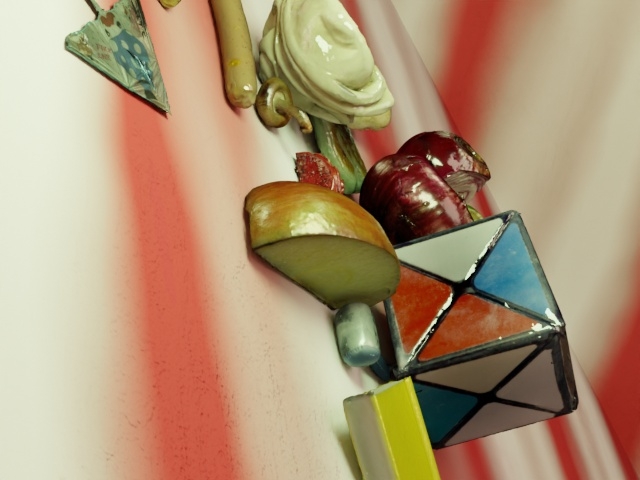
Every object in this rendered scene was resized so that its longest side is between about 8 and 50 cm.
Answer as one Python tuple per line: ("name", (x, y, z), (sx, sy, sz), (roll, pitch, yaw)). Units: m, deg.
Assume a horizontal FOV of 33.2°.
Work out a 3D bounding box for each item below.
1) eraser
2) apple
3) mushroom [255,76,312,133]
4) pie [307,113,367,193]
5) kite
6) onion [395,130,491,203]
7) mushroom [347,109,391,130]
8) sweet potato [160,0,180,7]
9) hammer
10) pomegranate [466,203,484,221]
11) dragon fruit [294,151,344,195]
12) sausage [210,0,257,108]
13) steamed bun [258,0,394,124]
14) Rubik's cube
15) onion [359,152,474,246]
("eraser", (0.119, 0.337, 1.693), (0.158, 0.069, 0.226), (-8, 82, -64))
("apple", (0.000, 0.000, 1.809), (0.346, 0.254, 0.179), (36, 73, -54))
("mushroom", (-0.072, -0.239, 2.008), (0.129, 0.073, 0.088), (50, 29, 9))
("pie", (0.030, -0.203, 2.272), (0.240, 0.054, 0.240), (55, 19, -29))
("kite", (-0.308, -0.315, 1.580), (0.314, 0.011, 0.335), (56, 19, -18))
("onion", (0.276, -0.181, 2.681), (0.206, 0.216, 0.207), (20, 33, -42))
("mushroom", (0.099, -0.312, 2.505), (0.148, 0.148, 0.112), (-92, -171, -51))
("sweet potato", (-0.248, -0.435, 1.841), (0.049, 0.049, 0.117), (56, 20, -22))
("hammer", (0.087, 0.195, 1.891), (0.194, 0.070, 0.116), (54, 18, -49))
("pomegranate", (0.267, 0.005, 2.502), (0.159, 0.241, 0.189), (-157, -124, -64))
("dragon fruit", (0.014, -0.098, 2.052), (0.106, 0.083, 0.162), (43, 25, -51))
("sausage", (-0.157, -0.358, 1.963), (0.066, 0.066, 0.301), (41, 30, -48))
("steamed bun", (-0.015, -0.344, 2.093), (0.268, 0.207, 0.280), (56, 1, -34))
("Rubik's cube", (0.288, 0.176, 2.010), (0.310, 0.307, 0.305), (63, 11, -50))
("onion", (0.187, -0.032, 2.196), (0.314, 0.232, 0.314), (55, -14, 21))
